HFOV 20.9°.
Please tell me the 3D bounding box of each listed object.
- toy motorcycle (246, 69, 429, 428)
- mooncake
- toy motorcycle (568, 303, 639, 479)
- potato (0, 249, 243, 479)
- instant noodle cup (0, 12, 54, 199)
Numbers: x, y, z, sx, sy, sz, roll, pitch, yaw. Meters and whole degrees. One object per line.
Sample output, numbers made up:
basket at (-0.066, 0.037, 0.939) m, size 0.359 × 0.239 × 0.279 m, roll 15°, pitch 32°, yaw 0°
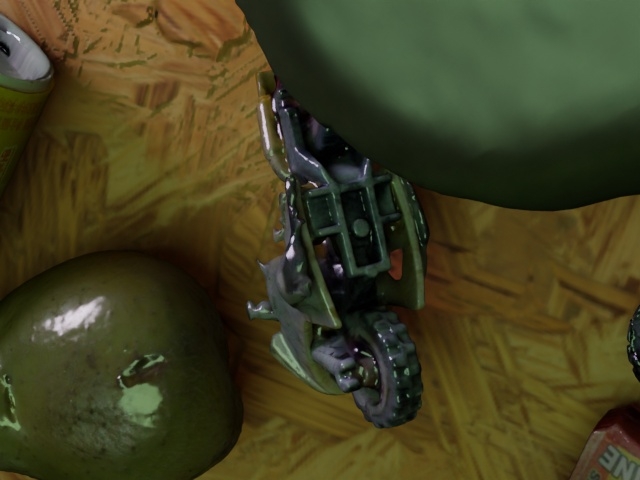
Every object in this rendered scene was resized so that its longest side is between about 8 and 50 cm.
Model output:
toy motorcycle at (0.001, 0.000, 1.016) m, size 0.094 × 0.130 × 0.229 m, roll -13°, pitch 87°, yaw -21°
mooncake at (0.123, -0.197, 0.873) m, size 0.356 × 0.194 × 0.356 m, roll 6°, pitch 111°, yaw 16°
toy motorcycle at (0.213, 0.172, 1.017) m, size 0.171 × 0.089 × 0.298 m, roll 24°, pitch 111°, yaw 10°
potato at (-0.145, 0.089, 1.059) m, size 0.194 × 0.157 × 0.157 m, roll -10°, pitch 104°, yaw 7°
instant noodle cup at (-0.281, -0.042, 1.048) m, size 0.215 × 0.215 × 0.236 m, roll 35°, pitch 104°, yaw 3°
